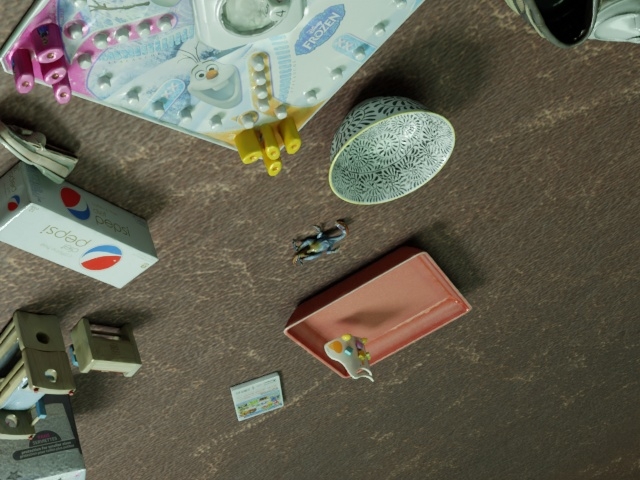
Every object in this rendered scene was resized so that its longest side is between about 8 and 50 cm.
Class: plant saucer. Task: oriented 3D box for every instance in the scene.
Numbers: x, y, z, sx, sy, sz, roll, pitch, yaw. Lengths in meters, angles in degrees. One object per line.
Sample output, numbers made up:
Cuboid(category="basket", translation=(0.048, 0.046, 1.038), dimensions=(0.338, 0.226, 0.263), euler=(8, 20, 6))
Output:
Cuboid(category="plant saucer", translation=(0.094, 0.114, 1.706), dimensions=(0.259, 0.047, 0.258), euler=(-30, 147, 11))

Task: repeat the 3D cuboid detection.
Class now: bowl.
Cuboid(category="bowl", translation=(0.079, -0.131, 1.320), dimensions=(0.170, 0.080, 0.170), euler=(-16, 147, -11))

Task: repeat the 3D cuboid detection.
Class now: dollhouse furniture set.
Cuboid(category="dollhouse furniture set", translation=(-0.364, 0.197, 1.467), dimensions=(0.184, 0.128, 0.129), euler=(12, 133, -42))

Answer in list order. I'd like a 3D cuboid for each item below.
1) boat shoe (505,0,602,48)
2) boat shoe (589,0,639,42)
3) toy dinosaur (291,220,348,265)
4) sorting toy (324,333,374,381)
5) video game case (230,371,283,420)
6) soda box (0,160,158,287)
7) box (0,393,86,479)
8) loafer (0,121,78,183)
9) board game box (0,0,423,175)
Cuboid(category="boat shoe", translation=(0.245, -0.337, 1.083), dimensions=(0.132, 0.130, 0.355), euler=(-30, 147, 7))
Cuboid(category="boat shoe", translation=(0.422, -0.281, 1.332), dimensions=(0.184, 0.063, 0.066), euler=(-10, 145, -21))
Cuboid(category="toy dinosaur", translation=(0.000, 0.000, 1.514), dimensions=(0.082, 0.047, 0.090), euler=(-23, -179, -17))
Cuboid(category="sorting toy", translation=(0.059, 0.196, 1.689), dimensions=(0.083, 0.075, 0.045), euler=(17, 130, -45))
Cuboid(category="video game case", translation=(-0.112, 0.279, 1.845), dimensions=(0.087, 0.011, 0.122), euler=(-18, 146, -9))
Cuboid(category="soda box", translation=(-0.301, -0.015, 1.263), dimensions=(0.074, 0.069, 0.216), euler=(-36, 144, 19))
Cuboid(category="box", translation=(-0.489, 0.330, 1.546), dimensions=(0.247, 0.163, 0.142), euler=(-10, 146, -21))
Cuboid(category="loafer", translation=(-0.317, -0.105, 1.156), dimensions=(0.039, 0.045, 0.125), euler=(-44, 152, 0))
Cuboid(category="board game box", translation=(-0.070, -0.246, 1.094), dimensions=(0.390, 0.050, 0.390), euler=(16, 131, -44))
